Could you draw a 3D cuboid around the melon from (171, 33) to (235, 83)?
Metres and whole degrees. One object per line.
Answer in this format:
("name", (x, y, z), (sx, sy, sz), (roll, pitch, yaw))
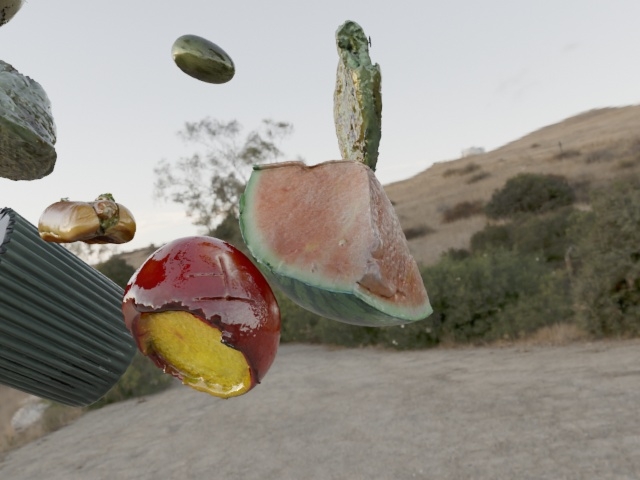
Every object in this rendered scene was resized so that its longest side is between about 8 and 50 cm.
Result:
("melon", (-0.274, -0.422, 1.471), (0.162, 0.099, 0.099), (28, -3, 2))

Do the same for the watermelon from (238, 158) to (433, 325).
("watermelon", (-0.006, 0.028, 1.035), (0.292, 0.320, 0.222), (-8, 16, 27))

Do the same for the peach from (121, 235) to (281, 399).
("peach", (-0.156, 0.108, 0.843), (0.189, 0.226, 0.196), (-34, -30, 10))

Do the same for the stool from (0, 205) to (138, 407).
("stool", (-0.546, 0.148, 1.202), (0.297, 0.297, 0.330), (-14, -41, 35))

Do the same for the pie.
("pie", (0.069, -0.266, 1.207), (0.066, 0.303, 0.302), (-8, -4, -6))

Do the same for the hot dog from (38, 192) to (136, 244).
("hot dog", (-0.325, -0.028, 0.857), (0.100, 0.068, 0.249), (3, -2, -34))

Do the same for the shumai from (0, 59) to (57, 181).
("shumai", (-0.737, -0.311, 1.461), (0.309, 0.264, 0.303), (33, -37, -34))

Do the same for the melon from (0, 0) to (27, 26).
("melon", (-0.578, -0.421, 0.908), (0.222, 0.223, 0.317), (-14, -7, 29))
